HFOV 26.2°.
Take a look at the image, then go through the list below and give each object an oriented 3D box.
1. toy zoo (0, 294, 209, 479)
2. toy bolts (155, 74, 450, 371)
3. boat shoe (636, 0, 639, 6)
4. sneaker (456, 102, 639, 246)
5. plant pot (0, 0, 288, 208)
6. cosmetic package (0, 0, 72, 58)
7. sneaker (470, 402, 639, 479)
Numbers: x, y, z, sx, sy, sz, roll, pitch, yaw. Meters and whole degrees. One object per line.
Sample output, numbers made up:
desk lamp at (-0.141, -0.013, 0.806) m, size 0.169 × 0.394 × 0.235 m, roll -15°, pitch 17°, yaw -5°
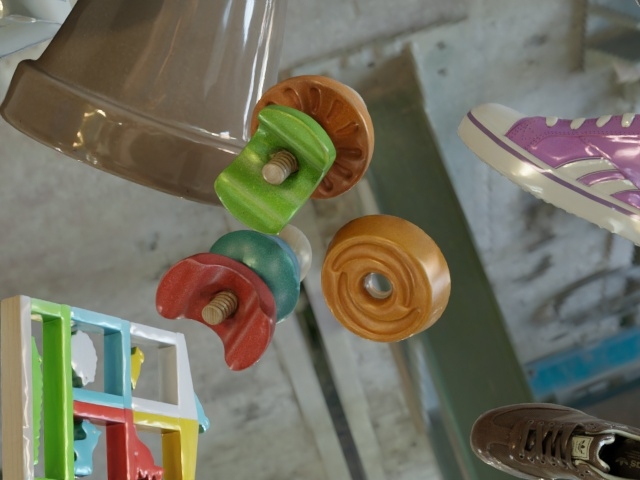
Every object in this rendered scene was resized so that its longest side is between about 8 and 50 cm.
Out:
toy zoo at (-0.209, 0.174, 1.410) m, size 0.030 × 0.192 × 0.293 m, roll -16°, pitch 158°, yaw 31°
toy bolts at (0.000, 0.000, 1.117) m, size 0.228 × 0.218 × 0.158 m, roll -50°, pitch 177°, yaw 32°
boat shoe at (0.456, -0.258, 1.624) m, size 0.113 × 0.105 × 0.306 m, roll -27°, pitch 159°, yaw 22°
sneaker at (0.260, -0.083, 1.107) m, size 0.161 × 0.282 × 0.102 m, roll -67°, pitch 164°, yaw 13°
plant pot at (-0.137, -0.178, 1.276) m, size 0.263 × 0.263 × 0.229 m, roll 12°, pitch 101°, yaw -46°
cosmetic package at (-0.373, -0.336, 1.386) m, size 0.129 × 0.296 × 0.153 m, roll -19°, pitch 177°, yaw 16°
sneaker at (0.210, 0.164, 1.115) m, size 0.188 × 0.066 × 0.071 m, roll 7°, pitch 163°, yaw 20°
